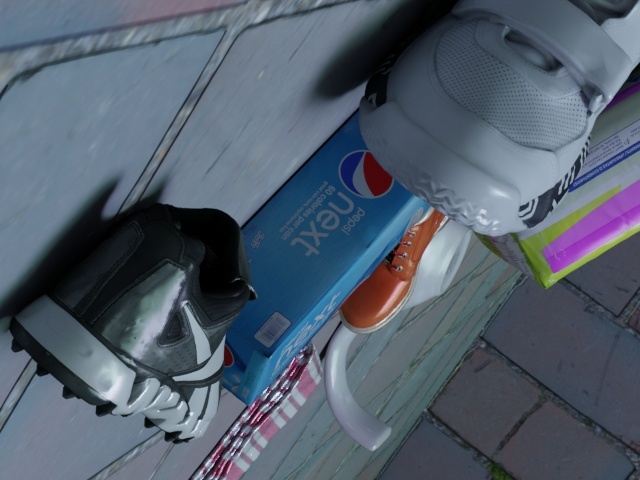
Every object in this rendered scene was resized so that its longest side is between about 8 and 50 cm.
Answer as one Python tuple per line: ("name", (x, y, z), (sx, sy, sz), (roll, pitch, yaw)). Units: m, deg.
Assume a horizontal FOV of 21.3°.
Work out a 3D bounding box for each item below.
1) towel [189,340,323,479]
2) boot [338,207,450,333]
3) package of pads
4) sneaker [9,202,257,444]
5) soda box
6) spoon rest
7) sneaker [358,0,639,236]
("towel", (-0.059, 0.179, 1.514), (0.197, 0.029, 0.144), (-52, 171, -8))
("boot", (0.057, 0.002, 1.368), (0.158, 0.059, 0.084), (-61, 167, 0))
("package of pads", (0.230, -0.065, 1.416), (0.229, 0.101, 0.296), (-31, -175, 2))
("sneaker", (-0.069, 0.036, 0.824), (0.106, 0.078, 0.234), (-50, 168, -3))
("soda box", (0.000, 0.000, 1.050), (0.210, 0.067, 0.071), (-46, 168, -31))
("spoon rest", (0.069, 0.060, 1.606), (0.276, 0.084, 0.137), (-70, 166, 17))
("sneaker", (0.152, -0.156, 1.026), (0.210, 0.137, 0.366), (-60, 173, 34))
